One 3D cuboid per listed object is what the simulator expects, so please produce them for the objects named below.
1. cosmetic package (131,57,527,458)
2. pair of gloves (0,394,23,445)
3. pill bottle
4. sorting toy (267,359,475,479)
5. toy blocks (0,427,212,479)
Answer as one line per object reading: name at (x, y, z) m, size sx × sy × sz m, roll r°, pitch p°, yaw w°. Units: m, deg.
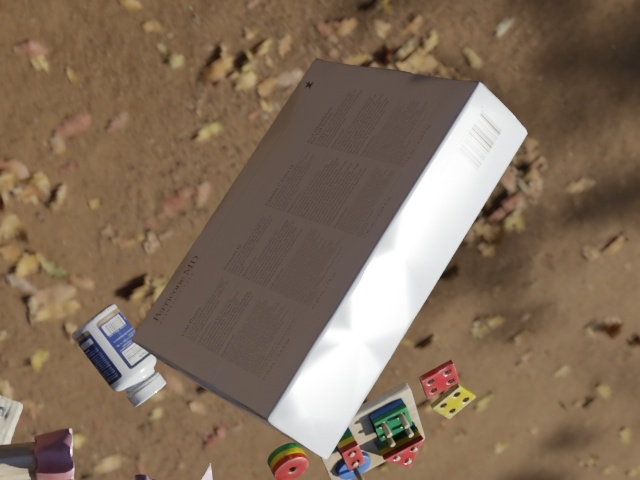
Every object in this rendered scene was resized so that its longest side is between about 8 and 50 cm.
cosmetic package at (0.000, 0.000, 1.295) m, size 0.097 × 0.284 × 0.377 m, roll 40°, pitch 79°, yaw -37°
pair of gloves at (-0.513, 0.274, 1.624) m, size 0.240 × 0.204 × 0.042 m, roll 17°, pitch 151°, yaw -26°
pill bottle at (-0.245, 0.143, 1.564) m, size 0.067 × 0.067 × 0.120 m, roll -37°, pitch 92°, yaw 4°
sorting toy at (0.076, 0.249, 1.571) m, size 0.274 × 0.046 × 0.132 m, roll -27°, pitch 141°, yaw -7°
toy blocks at (-0.236, 0.382, 1.325) m, size 0.260 × 0.309 × 0.289 m, roll -3°, pitch 109°, yaw -12°
